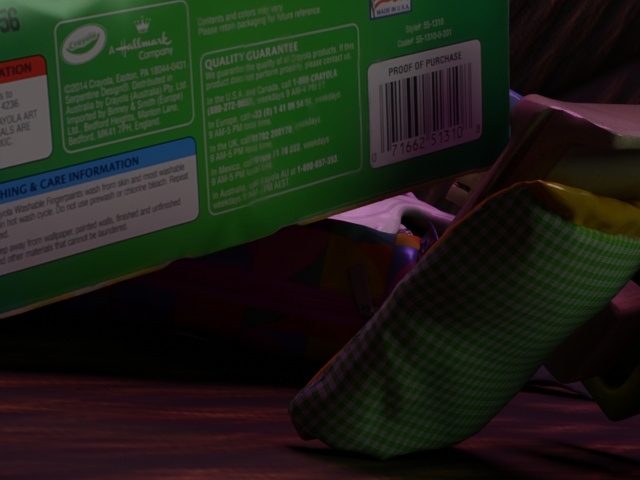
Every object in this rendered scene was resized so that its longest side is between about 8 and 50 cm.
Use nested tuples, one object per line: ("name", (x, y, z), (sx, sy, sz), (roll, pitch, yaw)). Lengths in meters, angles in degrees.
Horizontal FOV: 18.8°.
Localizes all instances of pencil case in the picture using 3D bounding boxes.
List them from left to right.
("pencil case", (-0.046, 0.022, 1.187), (0.236, 0.104, 0.104), (10, 2, 3))

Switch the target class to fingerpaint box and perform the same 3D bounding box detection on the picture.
("fingerpaint box", (-0.174, -0.101, 1.084), (0.445, 0.163, 0.371), (-17, 21, -42))

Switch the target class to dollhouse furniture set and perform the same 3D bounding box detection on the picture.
("dollhouse furniture set", (0.159, 0.047, 0.896), (0.151, 0.197, 0.301), (45, 25, 22))

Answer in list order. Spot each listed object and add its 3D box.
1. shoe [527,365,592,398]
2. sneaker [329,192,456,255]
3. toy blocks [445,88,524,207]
("shoe", (0.145, 0.070, 1.364), (0.178, 0.063, 0.081), (5, 11, -37))
("sneaker", (0.000, 0.000, 1.520), (0.292, 0.110, 0.118), (-6, 17, -40))
("toy blocks", (0.225, -0.027, 1.589), (0.261, 0.191, 0.381), (30, 11, 4))
